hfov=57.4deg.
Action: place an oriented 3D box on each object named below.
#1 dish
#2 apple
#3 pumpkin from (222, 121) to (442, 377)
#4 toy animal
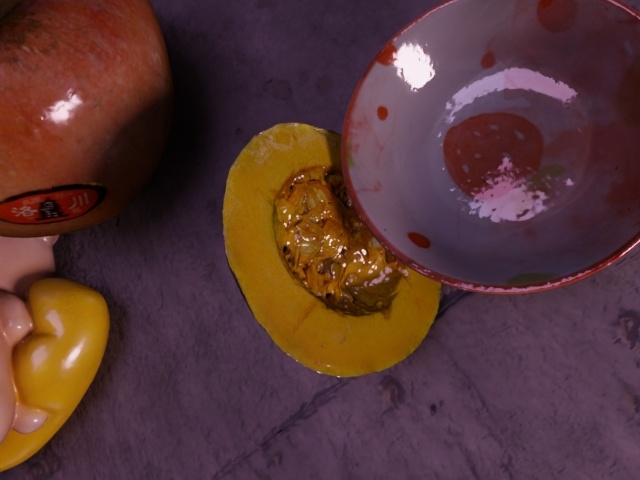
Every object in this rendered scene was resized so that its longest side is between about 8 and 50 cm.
[{"bbox_3d":[0.153,-0.077,0.487,0.260,0.085,0.260,-6,73,19],"label":"dish"},{"bbox_3d":[-0.322,-0.154,0.633,0.338,0.305,0.338,1,67,-3],"label":"apple"},{"bbox_3d":[-0.005,0.011,0.507,0.110,0.217,0.217,-26,63,54],"label":"pumpkin"},{"bbox_3d":[-0.403,0.093,0.646,0.278,0.247,0.345,-17,71,21],"label":"toy animal"}]
